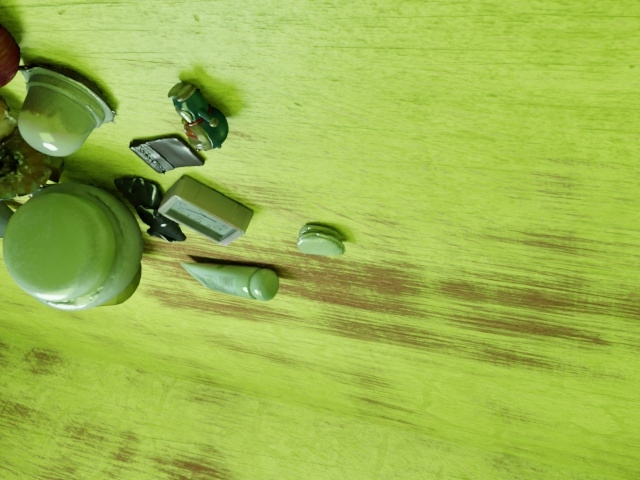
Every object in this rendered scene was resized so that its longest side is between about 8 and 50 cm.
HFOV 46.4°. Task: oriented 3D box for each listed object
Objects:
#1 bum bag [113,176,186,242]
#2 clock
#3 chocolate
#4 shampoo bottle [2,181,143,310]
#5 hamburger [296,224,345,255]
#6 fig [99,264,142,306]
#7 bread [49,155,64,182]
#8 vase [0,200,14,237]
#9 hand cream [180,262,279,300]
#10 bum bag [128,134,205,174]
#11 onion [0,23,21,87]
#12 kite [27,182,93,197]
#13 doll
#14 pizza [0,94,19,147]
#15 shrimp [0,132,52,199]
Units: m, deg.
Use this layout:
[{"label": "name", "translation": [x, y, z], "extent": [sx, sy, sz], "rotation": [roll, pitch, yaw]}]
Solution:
[{"label": "bum bag", "translation": [-0.433, -0.075, 1.921], "extent": [0.123, 0.060, 0.248], "rotation": [11, 152, 25]}, {"label": "clock", "translation": [-0.281, -0.070, 1.824], "extent": [0.197, 0.063, 0.150], "rotation": [29, 154, -20]}, {"label": "chocolate", "translation": [-0.547, -0.254, 1.534], "extent": [0.221, 0.147, 0.221], "rotation": [18, 153, 10]}, {"label": "shampoo bottle", "translation": [-0.614, 0.014, 1.898], "extent": [0.323, 0.322, 0.317], "rotation": [14, -176, 10]}, {"label": "hamburger", "translation": [0.001, -0.003, 1.782], "extent": [0.121, 0.054, 0.084], "rotation": [11, 150, 11]}, {"label": "fig", "translation": [-0.631, 0.068, 2.168], "extent": [0.240, 0.239, 0.271], "rotation": [25, 138, -14]}, {"label": "bread", "translation": [-0.755, -0.217, 1.865], "extent": [0.226, 0.049, 0.088], "rotation": [23, 157, -10]}, {"label": "vase", "translation": [-0.975, -0.067, 2.215], "extent": [0.321, 0.173, 0.173], "rotation": [24, 155, -27]}, {"label": "hand cream", "translation": [-0.259, 0.117, 2.160], "extent": [0.306, 0.093, 0.147], "rotation": [4, 150, 33]}, {"label": "bum bag", "translation": [-0.342, -0.190, 1.664], "extent": [0.160, 0.026, 0.109], "rotation": [-2, 147, 37]}, {"label": "onion", "translation": [-0.690, -0.366, 1.411], "extent": [0.248, 0.161, 0.248], "rotation": [11, 175, 1]}, {"label": "kite", "translation": [-0.711, -0.132, 1.995], "extent": [0.141, 0.015, 0.245], "rotation": [2, 174, -36]}, {"label": "doll", "translation": [-0.231, -0.233, 1.435], "extent": [0.114, 0.085, 0.152], "rotation": [27, 157, 45]}, {"label": "pizza", "translation": [-0.909, -0.243, 1.555], "extent": [0.435, 0.391, 0.080], "rotation": [42, 171, -33]}, {"label": "shrimp", "translation": [-0.808, -0.205, 1.728], "extent": [0.365, 0.233, 0.071], "rotation": [23, 136, -8]}]
